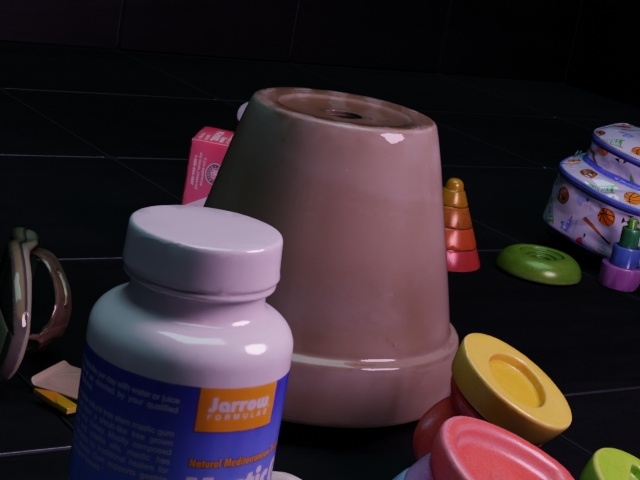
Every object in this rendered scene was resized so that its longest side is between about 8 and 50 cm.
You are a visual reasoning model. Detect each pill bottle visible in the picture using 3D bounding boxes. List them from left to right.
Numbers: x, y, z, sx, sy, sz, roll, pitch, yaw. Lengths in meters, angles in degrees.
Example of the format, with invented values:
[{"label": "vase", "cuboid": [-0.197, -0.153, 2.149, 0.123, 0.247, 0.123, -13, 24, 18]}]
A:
[{"label": "pill bottle", "cuboid": [-0.102, 0.119, 1.032, 0.152, 0.272, 0.152, 9, 16, -3]}]

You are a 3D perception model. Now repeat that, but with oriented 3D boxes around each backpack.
[{"label": "backpack", "cuboid": [0.493, -0.061, 2.231, 0.276, 0.213, 0.263, 24, 31, 32]}]

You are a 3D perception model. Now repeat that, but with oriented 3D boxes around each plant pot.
[{"label": "plant pot", "cuboid": [0.000, 0.000, 1.431, 0.323, 0.280, 0.323, 8, 16, -2]}]

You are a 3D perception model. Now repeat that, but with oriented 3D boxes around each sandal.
[{"label": "sandal", "cuboid": [-0.297, 0.057, 1.443, 0.086, 0.120, 0.303, 22, 13, -12]}]

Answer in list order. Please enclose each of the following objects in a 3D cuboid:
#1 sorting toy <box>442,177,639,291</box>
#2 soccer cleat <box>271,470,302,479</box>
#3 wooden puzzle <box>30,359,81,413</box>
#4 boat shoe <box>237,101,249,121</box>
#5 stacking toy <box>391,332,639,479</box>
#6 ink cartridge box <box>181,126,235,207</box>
[{"label": "sorting toy", "cuboid": [0.307, -0.013, 2.057, 0.365, 0.126, 0.127, 8, 15, -6]}, {"label": "soccer cleat", "cuboid": [0.000, 0.220, 1.105, 0.068, 0.076, 0.196, 4, 16, -23]}, {"label": "wooden puzzle", "cuboid": [-0.235, 0.141, 1.358, 0.078, 0.014, 0.116, 22, 19, 23]}, {"label": "boat shoe", "cuboid": [-0.039, -0.145, 1.815, 0.142, 0.049, 0.040, 13, -19, 17]}, {"label": "stacking toy", "cuboid": [0.181, 0.243, 1.183, 0.279, 0.130, 0.309, 38, 21, 2]}, {"label": "ink cartridge box", "cuboid": [-0.056, -0.036, 1.811, 0.237, 0.172, 0.100, 11, 15, 3]}]
